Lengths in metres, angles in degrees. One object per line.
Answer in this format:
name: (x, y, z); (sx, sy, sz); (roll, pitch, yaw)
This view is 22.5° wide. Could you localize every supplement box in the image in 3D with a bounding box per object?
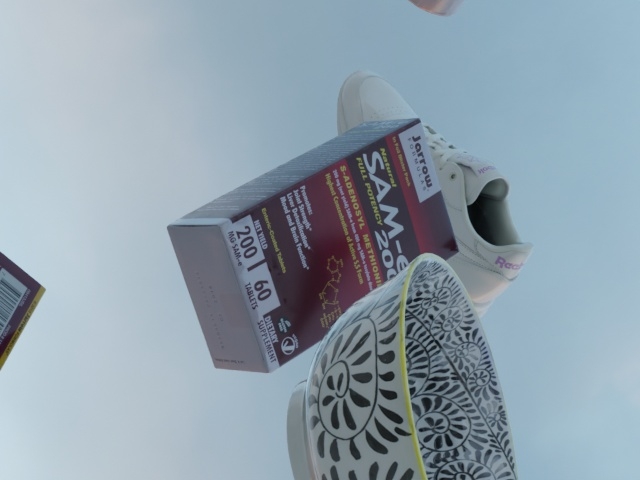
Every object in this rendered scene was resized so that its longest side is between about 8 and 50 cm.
supplement box: (-0.187, 0.039, 0.813); (0.083, 0.055, 0.043); (-16, -50, 45)
supplement box: (0.000, 0.000, 1.319); (0.073, 0.239, 0.130); (0, -67, 47)

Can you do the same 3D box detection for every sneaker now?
sneaker: (0.130, -0.072, 1.724); (0.152, 0.114, 0.305); (-46, -114, 41)

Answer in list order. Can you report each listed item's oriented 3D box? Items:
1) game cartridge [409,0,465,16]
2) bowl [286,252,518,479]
game cartridge: (0.134, -0.272, 0.995); (0.060, 0.294, 0.196); (34, -41, -6)
bowl: (0.034, 0.097, 0.770); (0.080, 0.170, 0.170); (-14, -85, 20)
